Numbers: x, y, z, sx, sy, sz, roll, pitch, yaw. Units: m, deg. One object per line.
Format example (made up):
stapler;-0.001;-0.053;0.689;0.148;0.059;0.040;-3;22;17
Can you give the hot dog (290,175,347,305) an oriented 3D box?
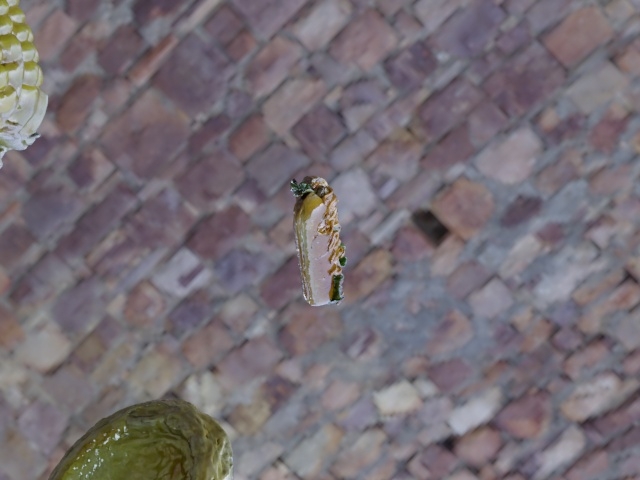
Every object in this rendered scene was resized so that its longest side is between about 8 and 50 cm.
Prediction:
hot dog;0.000;0.000;1.614;0.055;0.188;0.072;1;-138;8

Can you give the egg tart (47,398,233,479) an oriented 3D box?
egg tart;-0.203;0.309;1.582;0.279;0.095;0.279;-20;-133;22

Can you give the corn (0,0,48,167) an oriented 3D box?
corn;-0.301;-0.223;0.940;0.144;0.387;0.144;-20;-171;3
